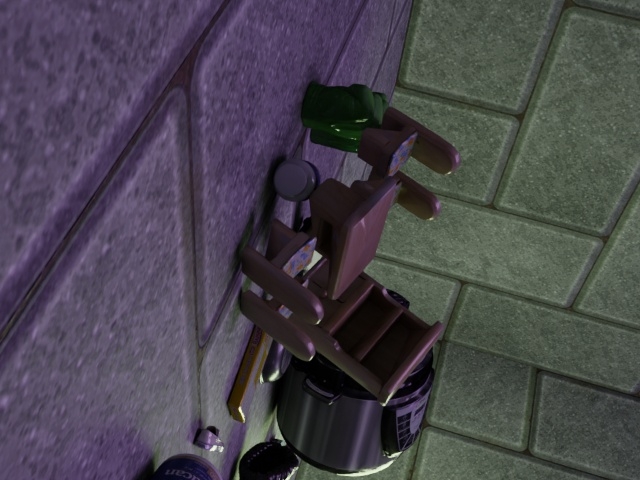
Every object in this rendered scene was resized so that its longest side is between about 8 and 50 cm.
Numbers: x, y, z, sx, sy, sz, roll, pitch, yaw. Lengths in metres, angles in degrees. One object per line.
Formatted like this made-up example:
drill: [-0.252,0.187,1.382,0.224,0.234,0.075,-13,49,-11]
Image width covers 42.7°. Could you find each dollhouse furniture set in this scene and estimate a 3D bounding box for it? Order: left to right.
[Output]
dollhouse furniture set: [0.082,0.066,1.345,0.362,0.256,0.394,-46,163,-28]

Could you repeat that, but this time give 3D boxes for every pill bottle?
pill bottle: [-0.178,0.326,0.955,0.169,0.094,0.094,-51,156,-75]
pill bottle: [-0.038,-0.094,1.278,0.120,0.067,0.067,-26,131,-82]

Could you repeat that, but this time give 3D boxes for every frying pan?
frying pan: [-0.078,0.226,1.809,0.326,0.053,0.197,56,51,-78]

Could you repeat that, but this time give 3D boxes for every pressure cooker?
pressure cooker: [0.085,0.328,2.052,0.370,0.375,0.420,-110,-153,-55]

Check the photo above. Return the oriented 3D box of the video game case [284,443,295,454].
video game case: [-0.135,0.676,2.199,0.232,0.041,0.210,-50,161,-59]

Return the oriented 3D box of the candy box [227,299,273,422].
candy box: [-0.120,0.220,1.491,0.105,0.027,0.206,85,21,-62]

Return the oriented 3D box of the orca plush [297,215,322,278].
orca plush: [0.000,0.000,1.692,0.287,0.151,0.102,91,-16,-55]

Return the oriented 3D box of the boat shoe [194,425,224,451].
boat shoe: [-0.168,0.304,1.265,0.100,0.035,0.035,58,50,-72]

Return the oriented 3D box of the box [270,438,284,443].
box: [-0.132,0.601,2.281,0.137,0.027,0.094,76,31,-76]

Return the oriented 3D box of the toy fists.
toy fists: [0.056,-0.216,1.458,0.279,0.142,0.096,53,53,-82]

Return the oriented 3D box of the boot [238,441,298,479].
boot: [-0.145,0.595,1.682,0.348,0.131,0.260,-89,-161,-72]
